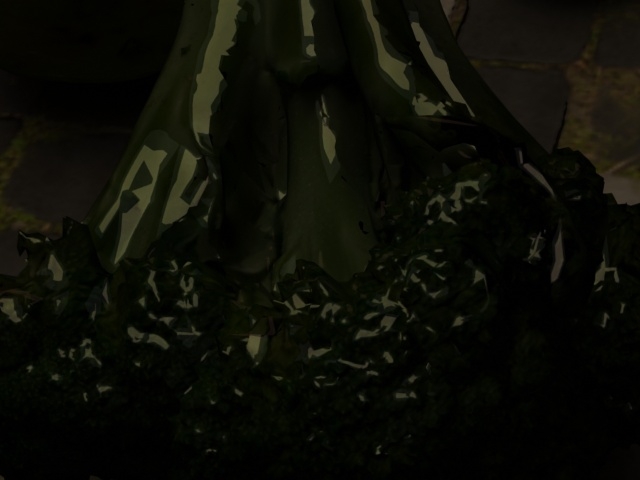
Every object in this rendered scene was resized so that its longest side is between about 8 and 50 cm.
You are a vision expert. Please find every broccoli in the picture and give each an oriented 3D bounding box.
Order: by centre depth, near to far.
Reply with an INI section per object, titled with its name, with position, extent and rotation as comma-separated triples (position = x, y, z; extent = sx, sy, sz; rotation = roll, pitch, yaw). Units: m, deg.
[broccoli]
position = 0.000, 0.000, 0.595
extent = 0.304, 0.321, 0.283
rotation = -6, 91, 5

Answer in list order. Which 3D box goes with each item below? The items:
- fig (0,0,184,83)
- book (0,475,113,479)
[fig]
position = -0.102, -0.202, 0.854
extent = 0.314, 0.233, 0.233
rotation = 5, 47, -12
[book]
position = -0.158, 0.190, 0.588
extent = 0.201, 0.026, 0.289
rotation = 6, 35, 18
